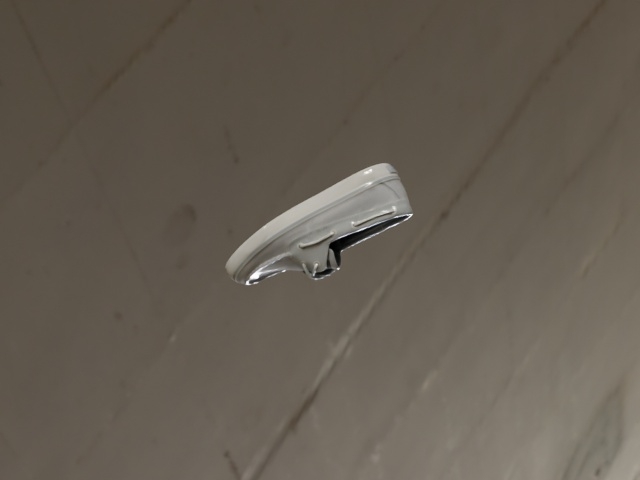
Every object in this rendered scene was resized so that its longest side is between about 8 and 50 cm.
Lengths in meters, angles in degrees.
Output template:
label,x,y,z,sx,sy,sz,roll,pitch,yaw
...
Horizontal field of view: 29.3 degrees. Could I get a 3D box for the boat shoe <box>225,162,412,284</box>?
label,x,y,z,sx,sy,sz,roll,pitch,yaw
boat shoe,0.000,0.000,1.124,0.184,0.063,0.066,-29,-15,6
